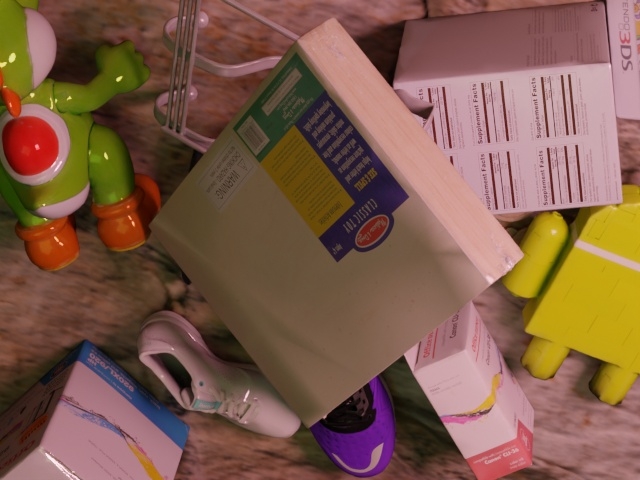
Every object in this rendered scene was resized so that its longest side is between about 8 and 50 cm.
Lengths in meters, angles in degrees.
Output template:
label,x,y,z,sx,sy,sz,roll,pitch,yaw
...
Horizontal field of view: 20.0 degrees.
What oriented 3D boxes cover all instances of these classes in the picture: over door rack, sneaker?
label,x,y,z,sx,sy,sz,roll,pitch,yaw
over door rack,-0.021,-0.129,1.766,0.324,0.108,0.239,40,145,22
sneaker,-0.117,0.168,2.017,0.212,0.094,0.080,33,114,-10
sneaker,0.010,0.150,1.964,0.102,0.146,0.293,-10,114,11

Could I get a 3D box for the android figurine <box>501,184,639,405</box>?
label,x,y,z,sx,sy,sz,roll,pitch,yaw
android figurine,0.323,0.046,1.914,0.248,0.056,0.273,19,119,-9

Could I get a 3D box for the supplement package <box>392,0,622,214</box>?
label,x,y,z,sx,sy,sz,roll,pitch,yaw
supplement package,0.185,-0.128,1.780,0.203,0.194,0.149,-5,114,9

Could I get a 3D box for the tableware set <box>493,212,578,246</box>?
label,x,y,z,sx,sy,sz,roll,pitch,yaw
tableware set,0.254,-0.031,1.917,0.168,0.020,0.141,-14,118,10

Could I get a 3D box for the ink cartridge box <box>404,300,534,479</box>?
label,x,y,z,sx,sy,sz,roll,pitch,yaw
ink cartridge box,0.158,0.147,1.962,0.067,0.115,0.198,-25,111,18

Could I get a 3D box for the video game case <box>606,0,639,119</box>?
label,x,y,z,sx,sy,sz,roll,pitch,yaw
video game case,0.385,-0.207,1.760,0.227,0.026,0.206,8,120,32

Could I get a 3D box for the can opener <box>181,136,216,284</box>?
label,x,y,z,sx,sy,sz,roll,pitch,yaw
can opener,-0.124,-0.028,1.944,0.059,0.073,0.186,11,126,-8

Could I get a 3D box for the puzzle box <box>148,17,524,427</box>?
label,x,y,z,sx,sy,sz,roll,pitch,yaw
puzzle box,0.000,0.000,1.710,0.272,0.052,0.409,52,147,4

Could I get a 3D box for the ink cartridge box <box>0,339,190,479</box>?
label,x,y,z,sx,sy,sz,roll,pitch,yaw
ink cartridge box,-0.276,0.263,2.003,0.171,0.233,0.168,-40,106,22

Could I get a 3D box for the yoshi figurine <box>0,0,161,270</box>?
label,x,y,z,sx,sy,sz,roll,pitch,yaw
yoshi figurine,-0.299,-0.158,1.866,0.203,0.203,0.362,19,143,42
